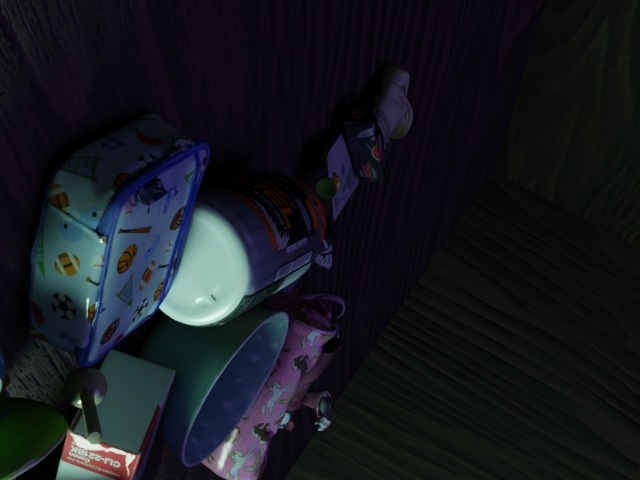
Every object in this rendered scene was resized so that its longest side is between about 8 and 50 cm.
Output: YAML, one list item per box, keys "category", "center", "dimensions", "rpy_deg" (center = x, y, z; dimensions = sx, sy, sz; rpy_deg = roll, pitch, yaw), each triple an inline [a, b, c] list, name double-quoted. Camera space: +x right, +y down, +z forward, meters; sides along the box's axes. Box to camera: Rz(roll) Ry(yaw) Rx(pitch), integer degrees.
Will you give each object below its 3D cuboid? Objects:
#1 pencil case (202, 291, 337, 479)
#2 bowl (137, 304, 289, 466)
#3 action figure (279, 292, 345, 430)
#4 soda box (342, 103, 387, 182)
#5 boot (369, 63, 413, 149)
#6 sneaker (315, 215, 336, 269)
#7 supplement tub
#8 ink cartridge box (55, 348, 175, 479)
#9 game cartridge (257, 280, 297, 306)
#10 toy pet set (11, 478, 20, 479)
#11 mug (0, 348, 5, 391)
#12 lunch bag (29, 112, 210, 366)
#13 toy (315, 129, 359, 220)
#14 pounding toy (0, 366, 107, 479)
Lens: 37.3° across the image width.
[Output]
- category: "pencil case"
  center: [-0.112, 0.290, 1.901]
  dimensions: [0.386, 0.160, 0.167]
  rpy_deg: [-64, 178, 13]
- category: "bowl"
  center: [-0.206, 0.217, 1.651]
  dimensions: [0.311, 0.163, 0.311]
  rpy_deg: [-53, 163, -23]
- category: "action figure"
  center: [-0.085, 0.331, 2.338]
  dimensions: [0.370, 0.248, 0.275]
  rpy_deg: [104, -5, -45]
- category: "soda box"
  center: [0.091, -0.192, 1.893]
  dimensions: [0.168, 0.060, 0.053]
  rpy_deg: [71, 25, -47]
- category: "boot"
  center: [0.135, -0.245, 2.000]
  dimensions: [0.213, 0.077, 0.165]
  rpy_deg: [82, 29, -58]
- category: "sneaker"
  center: [0.000, 0.000, 2.079]
  dimensions: [0.106, 0.078, 0.234]
  rpy_deg: [-57, 163, 1]
- category: "supplement tub"
  center: [-0.121, 0.000, 1.452]
  dimensions: [0.316, 0.194, 0.193]
  rpy_deg: [-30, 147, -64]
- category: "ink cartridge box"
  center: [-0.330, 0.340, 1.469]
  dimensions: [0.197, 0.114, 0.272]
  rpy_deg: [-76, -175, -59]
- category: "game cartridge"
  center: [-0.161, 0.170, 1.924]
  dimensions: [0.355, 0.068, 0.230]
  rpy_deg: [-58, 162, -4]
- category: "toy pet set"
  center: [-0.458, 0.411, 1.384]
  dimensions: [0.122, 0.065, 0.114]
  rpy_deg: [-55, 165, -15]
- category: "mug"
  center: [-0.406, 0.156, 0.995]
  dimensions: [0.157, 0.097, 0.129]
  rpy_deg: [-51, 163, -31]
- category: "lunch bag"
  center: [-0.245, -0.008, 1.192]
  dimensions: [0.243, 0.115, 0.303]
  rpy_deg: [-41, 158, -56]
- category: "toy"
  center: [0.032, -0.151, 1.895]
  dimensions: [0.237, 0.056, 0.136]
  rpy_deg: [-65, 151, -60]
- category: "pounding toy"
  center: [-0.381, 0.205, 1.124]
  dimensions: [0.237, 0.110, 0.183]
  rpy_deg: [-22, -166, -4]
